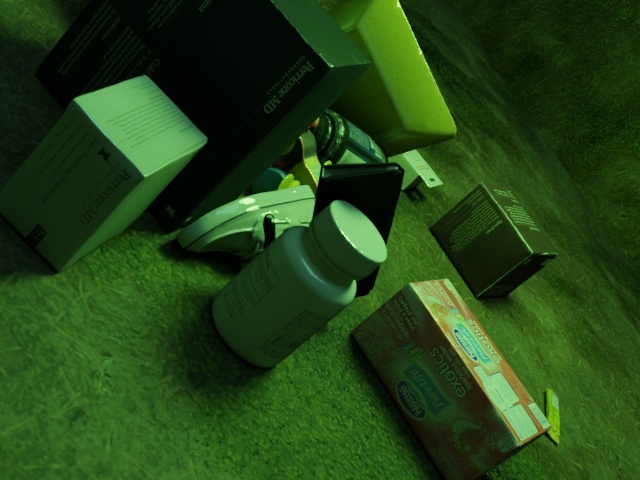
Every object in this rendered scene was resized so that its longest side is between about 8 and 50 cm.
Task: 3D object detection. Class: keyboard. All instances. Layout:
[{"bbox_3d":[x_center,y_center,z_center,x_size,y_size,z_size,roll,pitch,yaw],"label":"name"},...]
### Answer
[{"bbox_3d":[0.000,0.000,1.260,0.201,0.317,0.033,-8,55,-13],"label":"keyboard"}]

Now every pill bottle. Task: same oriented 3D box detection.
[{"bbox_3d":[0.025,-0.177,1.709,0.219,0.123,0.123,29,30,-46],"label":"pill bottle"},{"bbox_3d":[-0.027,0.055,1.178,0.131,0.229,0.131,37,27,-23],"label":"pill bottle"}]

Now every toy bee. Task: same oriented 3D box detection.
[{"bbox_3d":[-0.048,-0.125,1.491,0.298,0.162,0.195,41,29,-13],"label":"toy bee"}]

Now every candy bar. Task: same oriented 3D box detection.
[{"bbox_3d":[0.470,0.352,1.793,0.040,0.018,0.161,47,24,-9],"label":"candy bar"}]

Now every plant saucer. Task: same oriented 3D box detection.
[{"bbox_3d":[0.085,-0.315,1.800,0.081,0.332,0.333,-32,101,-30],"label":"plant saucer"}]

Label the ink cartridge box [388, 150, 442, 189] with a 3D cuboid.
[{"bbox_3d":[0.197,-0.180,2.078,0.181,0.061,0.104,52,26,10],"label":"ink cartridge box"}]

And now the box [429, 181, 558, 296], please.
[{"bbox_3d":[0.391,0.000,2.002,0.168,0.167,0.203,6,48,-56],"label":"box"}]

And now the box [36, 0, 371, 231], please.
[{"bbox_3d":[-0.167,-0.247,1.262,0.312,0.343,0.179,50,24,5],"label":"box"}]

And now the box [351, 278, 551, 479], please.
[{"bbox_3d":[0.207,0.222,1.413,0.154,0.142,0.300,-1,53,-58],"label":"box"}]

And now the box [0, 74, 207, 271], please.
[{"bbox_3d":[-0.261,-0.085,1.065,0.119,0.181,0.182,46,25,-3],"label":"box"}]

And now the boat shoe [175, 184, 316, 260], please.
[{"bbox_3d":[-0.094,-0.013,1.310,0.267,0.096,0.088,-17,78,-52],"label":"boat shoe"}]
